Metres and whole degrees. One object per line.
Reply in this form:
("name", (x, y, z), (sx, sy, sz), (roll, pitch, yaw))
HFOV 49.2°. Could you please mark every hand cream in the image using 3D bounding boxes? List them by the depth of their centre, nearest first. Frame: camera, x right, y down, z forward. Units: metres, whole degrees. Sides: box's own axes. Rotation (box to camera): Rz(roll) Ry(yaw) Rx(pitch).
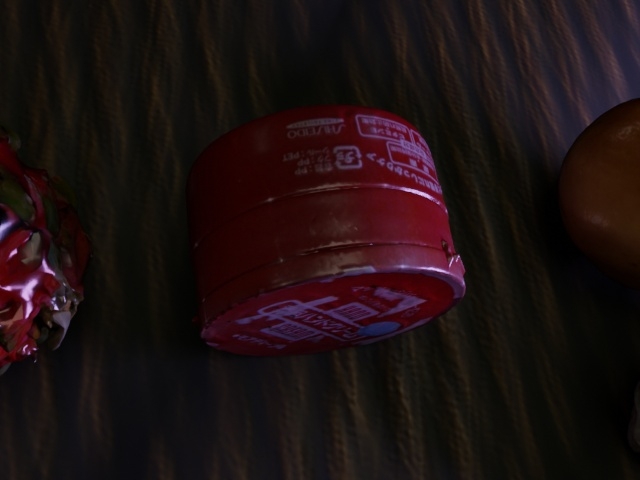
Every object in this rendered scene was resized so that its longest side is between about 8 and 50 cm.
("hand cream", (0.000, 0.000, 0.592), (0.230, 0.230, 0.149), (-3, 69, -14))

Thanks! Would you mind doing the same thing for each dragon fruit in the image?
("dragon fruit", (-0.325, 0.017, 0.508), (0.303, 0.231, 0.237), (-4, 85, -12))

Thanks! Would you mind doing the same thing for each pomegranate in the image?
("pomegranate", (0.346, -0.050, 0.704), (0.209, 0.209, 0.209), (5, 66, -10))

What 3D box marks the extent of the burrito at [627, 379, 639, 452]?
("burrito", (0.445, 0.120, 0.685), (0.332, 0.135, 0.190), (-30, 84, -25))
